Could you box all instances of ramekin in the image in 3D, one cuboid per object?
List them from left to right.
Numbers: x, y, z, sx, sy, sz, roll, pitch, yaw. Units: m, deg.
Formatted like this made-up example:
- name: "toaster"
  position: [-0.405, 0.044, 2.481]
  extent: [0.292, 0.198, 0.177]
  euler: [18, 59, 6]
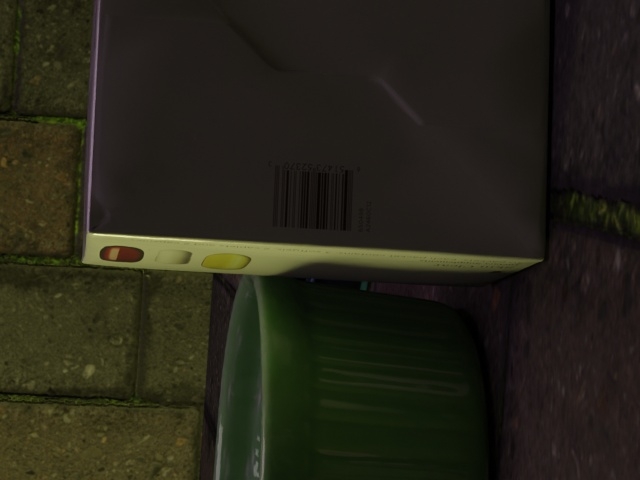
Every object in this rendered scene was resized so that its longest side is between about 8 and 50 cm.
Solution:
- name: "ramekin"
  position: [0.013, 0.172, 1.263]
  extent: [0.303, 0.148, 0.303]
  euler: [-176, 90, -82]

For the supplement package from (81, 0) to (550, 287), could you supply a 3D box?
- name: "supplement package"
  position: [-0.007, -0.084, 1.120]
  extent: [0.145, 0.261, 0.204]
  euler: [139, 134, -79]

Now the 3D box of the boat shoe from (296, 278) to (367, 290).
- name: "boat shoe"
  position: [0.000, 0.000, 1.666]
  extent: [0.109, 0.089, 0.258]
  euler: [-107, 22, -68]
